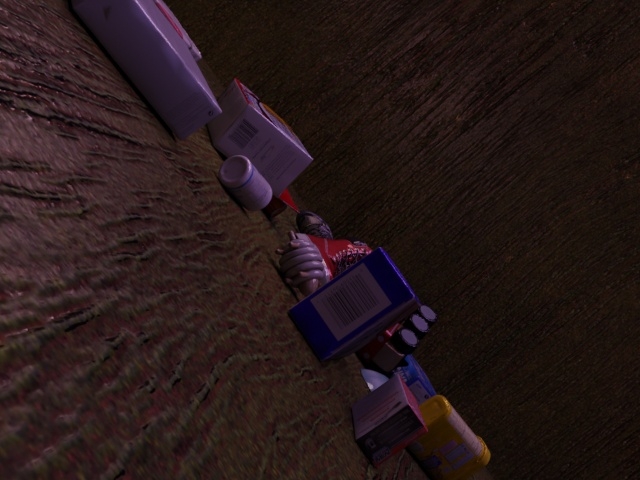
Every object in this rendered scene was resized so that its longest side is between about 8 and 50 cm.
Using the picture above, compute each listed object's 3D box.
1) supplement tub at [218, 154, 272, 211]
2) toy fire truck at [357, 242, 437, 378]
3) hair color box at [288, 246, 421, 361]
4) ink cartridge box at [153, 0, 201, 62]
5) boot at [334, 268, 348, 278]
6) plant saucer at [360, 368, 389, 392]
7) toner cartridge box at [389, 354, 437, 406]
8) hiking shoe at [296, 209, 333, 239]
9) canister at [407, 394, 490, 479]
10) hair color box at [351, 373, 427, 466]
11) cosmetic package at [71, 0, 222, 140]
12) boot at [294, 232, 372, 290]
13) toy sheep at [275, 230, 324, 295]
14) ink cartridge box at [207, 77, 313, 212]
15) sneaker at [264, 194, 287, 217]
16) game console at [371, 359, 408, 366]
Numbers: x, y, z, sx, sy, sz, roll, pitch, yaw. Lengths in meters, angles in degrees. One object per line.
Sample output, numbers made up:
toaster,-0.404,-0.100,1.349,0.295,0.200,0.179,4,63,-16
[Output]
supplement tub,-0.145,-0.111,1.781,0.071,0.071,0.107,57,4,35
toy fire truck,0.130,0.153,2.092,0.246,0.158,0.217,40,30,7
hair color box,0.071,0.118,1.608,0.110,0.185,0.339,56,4,8
ink cartridge box,-0.368,-0.478,2.076,0.159,0.092,0.218,56,5,7
boot,0.065,0.122,2.252,0.229,0.091,0.263,38,12,-45
plant saucer,0.151,0.335,1.888,0.195,0.037,0.195,54,3,-5
toner cartridge box,0.247,0.385,2.444,0.165,0.075,0.348,56,3,-12
hiking shoe,0.000,0.000,2.650,0.227,0.086,0.114,57,0,14
canister,0.239,0.394,1.794,0.170,0.126,0.073,51,5,-30
hair color box,0.099,0.262,1.355,0.053,0.093,0.167,55,4,-4
cosmetic package,-0.322,-0.371,1.612,0.284,0.097,0.377,55,2,-34
boot,0.043,0.046,1.963,0.244,0.176,0.089,-118,-147,-67
toy sheep,-0.037,0.041,1.701,0.091,0.091,0.132,46,28,-72
ink cartridge box,-0.132,-0.232,2.219,0.272,0.130,0.309,40,9,-23
sneaker,-0.111,-0.102,2.255,0.067,0.064,0.175,58,3,-6
game console,0.146,0.262,2.240,0.107,0.071,0.122,58,4,39
